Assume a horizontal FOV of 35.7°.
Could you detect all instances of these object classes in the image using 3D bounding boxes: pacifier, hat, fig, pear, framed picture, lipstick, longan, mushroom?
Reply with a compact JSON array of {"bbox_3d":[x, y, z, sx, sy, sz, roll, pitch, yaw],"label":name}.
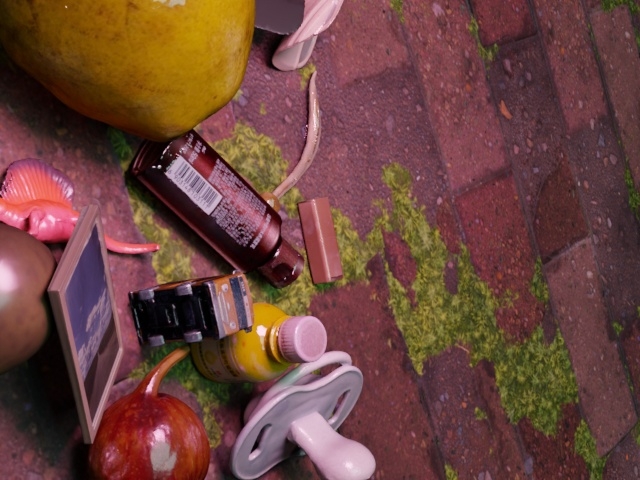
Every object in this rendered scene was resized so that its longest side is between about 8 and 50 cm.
[{"bbox_3d":[-0.002,0.303,1.555,0.279,0.227,0.207,-15,50,-45],"label":"pacifier"},{"bbox_3d":[-0.032,-0.412,1.702,0.226,0.219,0.164,-41,91,-18],"label":"hat"},{"bbox_3d":[-0.237,0.262,1.358,0.175,0.175,0.207,-10,103,-46],"label":"fig"},{"bbox_3d":[-0.257,-0.338,1.323,0.352,0.352,0.413,-45,110,-40],"label":"pear"},{"bbox_3d":[-0.302,0.108,1.290,0.189,0.023,0.260,-84,173,-56],"label":"framed picture"},{"bbox_3d":[0.000,0.000,1.727,0.045,0.045,0.145,-12,91,-44],"label":"lipstick"},{"bbox_3d":[-0.411,0.070,1.200,0.220,0.196,0.196,-34,108,-47],"label":"longan"},{"bbox_3d":[-0.038,-0.161,1.723,0.068,0.043,0.306,66,39,-51],"label":"mushroom"}]

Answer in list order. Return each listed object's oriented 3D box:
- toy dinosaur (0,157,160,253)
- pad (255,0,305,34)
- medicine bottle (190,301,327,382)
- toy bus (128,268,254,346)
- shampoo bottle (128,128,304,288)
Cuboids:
[{"bbox_3d":[-0.354,-0.046,1.382,0.286,0.070,0.139,4,57,-51],"label":"toy dinosaur"},{"bbox_3d":[-0.196,-0.499,1.584,0.375,0.063,0.315,12,76,-24],"label":"pad"},{"bbox_3d":[-0.088,0.153,1.494,0.122,0.212,0.122,9,78,-44],"label":"medicine bottle"},{"bbox_3d":[-0.181,0.099,1.432,0.103,0.182,0.091,-15,94,-47],"label":"toy bus"},{"bbox_3d":[-0.150,-0.046,1.557,0.323,0.084,0.129,44,57,-33],"label":"shampoo bottle"}]
